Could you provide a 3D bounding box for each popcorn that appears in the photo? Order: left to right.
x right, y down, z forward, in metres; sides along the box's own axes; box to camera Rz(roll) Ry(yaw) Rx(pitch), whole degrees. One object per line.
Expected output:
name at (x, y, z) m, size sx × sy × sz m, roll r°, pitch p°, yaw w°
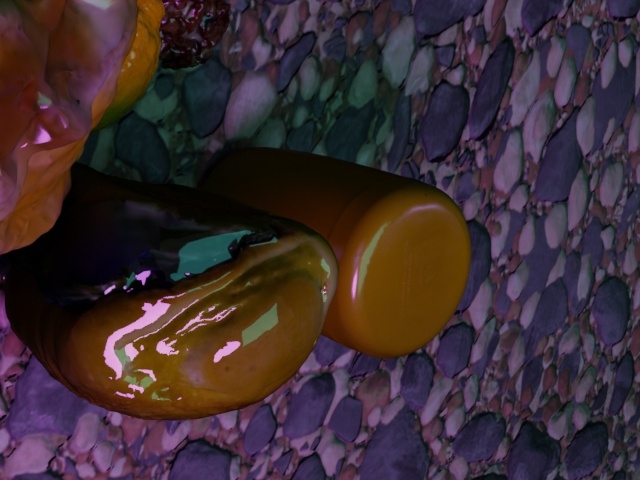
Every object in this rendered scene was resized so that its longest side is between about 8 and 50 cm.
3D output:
popcorn at (-0.314, -0.161, 1.396) m, size 0.354 × 0.390 × 0.344 m, roll 11°, pitch 73°, yaw -11°

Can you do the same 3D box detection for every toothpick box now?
toothpick box at (0.000, 0.000, 1.880) m, size 0.175 × 0.271 × 0.175 m, roll -18°, pitch 117°, yaw -40°

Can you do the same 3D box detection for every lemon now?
lemon at (-0.214, -0.165, 1.644) m, size 0.187 × 0.142 × 0.142 m, roll -37°, pitch 136°, yaw -1°

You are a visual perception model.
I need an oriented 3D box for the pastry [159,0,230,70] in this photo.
pastry at (-0.149, -0.243, 1.741) m, size 0.115 × 0.097 × 0.208 m, roll -45°, pitch 137°, yaw -16°

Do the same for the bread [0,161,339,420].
bread at (-0.145, 0.044, 1.644) m, size 0.251 × 0.376 × 0.208 m, roll 6°, pitch 92°, yaw -21°
